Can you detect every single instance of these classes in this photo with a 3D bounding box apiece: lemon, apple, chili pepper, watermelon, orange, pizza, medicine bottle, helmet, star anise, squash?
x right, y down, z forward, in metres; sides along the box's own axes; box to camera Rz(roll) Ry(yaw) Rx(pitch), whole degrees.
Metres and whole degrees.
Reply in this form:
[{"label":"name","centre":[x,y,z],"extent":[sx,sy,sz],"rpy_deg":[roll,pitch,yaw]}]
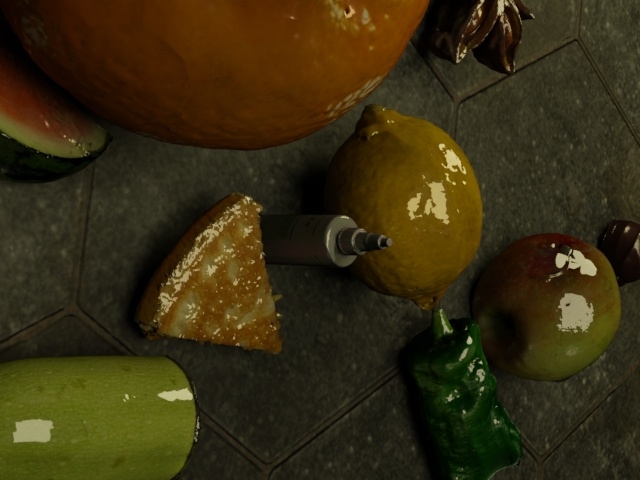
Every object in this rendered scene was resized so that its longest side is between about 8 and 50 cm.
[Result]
[{"label":"lemon","centre":[0.097,-0.040,1.289],"extent":[0.188,0.188,0.256],"rpy_deg":[-27,108,-41]},{"label":"apple","centre":[0.324,0.095,1.546],"extent":[0.188,0.174,0.207],"rpy_deg":[-28,95,-44]},{"label":"chili pepper","centre":[0.186,0.206,1.455],"extent":[0.136,0.099,0.270],"rpy_deg":[-26,118,-16]},{"label":"watermelon","centre":[-0.294,-0.127,0.993],"extent":[0.245,0.063,0.119],"rpy_deg":[36,48,-34]},{"label":"orange","centre":[-0.080,-0.279,0.974],"extent":[0.424,0.326,0.423],"rpy_deg":[-13,115,-30]},{"label":"pizza","centre":[-0.104,0.060,1.185],"extent":[0.188,0.062,0.199],"rpy_deg":[-49,130,-17]},{"label":"medicine bottle","centre":[0.000,0.000,1.184],"extent":[0.058,0.199,0.057],"rpy_deg":[-2,93,-45]},{"label":"helmet","centre":[0.513,0.021,1.793],"extent":[0.123,0.070,0.098],"rpy_deg":[53,56,-31]},{"label":"star anise","centre":[0.193,-0.331,1.450],"extent":[0.214,0.099,0.219],"rpy_deg":[15,85,-30]},{"label":"squash","centre":[-0.242,0.167,0.998],"extent":[0.247,0.133,0.132],"rpy_deg":[8,85,-44]}]
